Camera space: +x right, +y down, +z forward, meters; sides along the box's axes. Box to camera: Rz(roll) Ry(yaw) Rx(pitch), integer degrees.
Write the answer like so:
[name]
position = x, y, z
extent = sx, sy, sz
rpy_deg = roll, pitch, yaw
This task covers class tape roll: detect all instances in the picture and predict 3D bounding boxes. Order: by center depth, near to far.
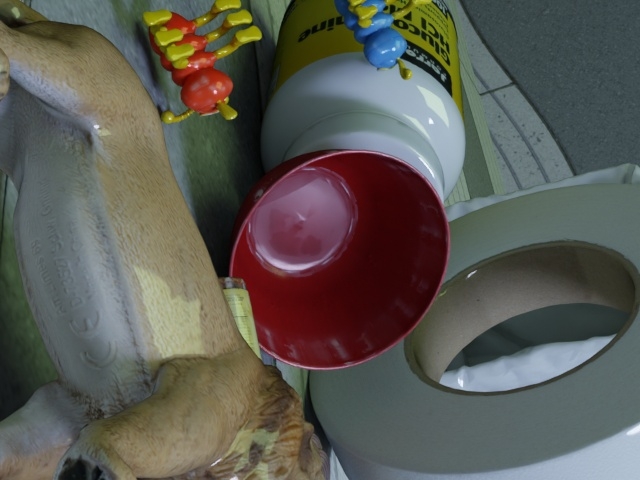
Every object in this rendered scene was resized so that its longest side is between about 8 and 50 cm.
[tape roll]
position = 0.178, 0.086, 1.079
extent = 0.392, 0.392, 0.072
rpy_deg = -82, 151, -59

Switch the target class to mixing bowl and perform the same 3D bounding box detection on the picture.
[mixing bowl]
position = 0.000, 0.000, 1.003
extent = 0.181, 0.181, 0.098
rpy_deg = 64, -10, -30

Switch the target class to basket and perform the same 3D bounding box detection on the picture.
[basket]
position = 0.255, 0.126, 1.453
extent = 0.331, 0.328, 0.266
rpy_deg = -87, 159, -55

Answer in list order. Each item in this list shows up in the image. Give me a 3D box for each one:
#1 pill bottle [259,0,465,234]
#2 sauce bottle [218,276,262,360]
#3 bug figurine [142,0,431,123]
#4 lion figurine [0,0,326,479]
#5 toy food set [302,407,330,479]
[pill bottle]
position = 0.042, -0.122, 1.196
extent = 0.334, 0.188, 0.188
rpy_deg = -85, 154, -56
[sauce bottle]
position = -0.060, 0.090, 0.876
extent = 0.042, 0.042, 0.128
rpy_deg = 31, 46, -69
[bug figurine]
position = -0.051, -0.201, 1.012
extent = 0.279, 0.072, 0.216
rpy_deg = -19, 75, -39
[lion figurine]
position = -0.103, 0.011, 0.588
extent = 0.240, 0.142, 0.392
rpy_deg = -6, 83, -68
[toy food set]
position = -0.005, 0.202, 0.953
extent = 0.132, 0.038, 0.192
rpy_deg = 44, 32, -62
